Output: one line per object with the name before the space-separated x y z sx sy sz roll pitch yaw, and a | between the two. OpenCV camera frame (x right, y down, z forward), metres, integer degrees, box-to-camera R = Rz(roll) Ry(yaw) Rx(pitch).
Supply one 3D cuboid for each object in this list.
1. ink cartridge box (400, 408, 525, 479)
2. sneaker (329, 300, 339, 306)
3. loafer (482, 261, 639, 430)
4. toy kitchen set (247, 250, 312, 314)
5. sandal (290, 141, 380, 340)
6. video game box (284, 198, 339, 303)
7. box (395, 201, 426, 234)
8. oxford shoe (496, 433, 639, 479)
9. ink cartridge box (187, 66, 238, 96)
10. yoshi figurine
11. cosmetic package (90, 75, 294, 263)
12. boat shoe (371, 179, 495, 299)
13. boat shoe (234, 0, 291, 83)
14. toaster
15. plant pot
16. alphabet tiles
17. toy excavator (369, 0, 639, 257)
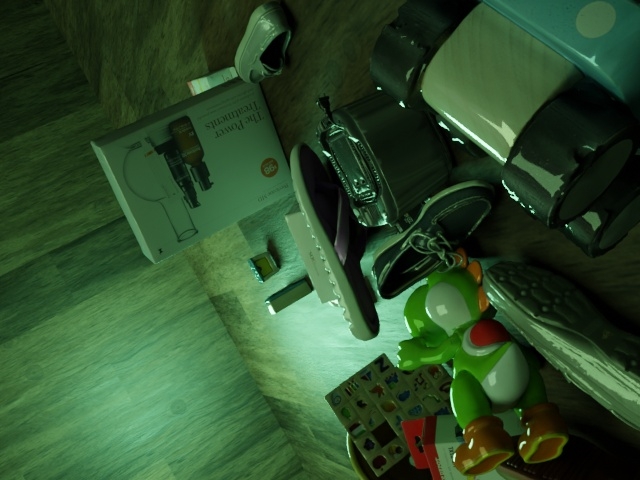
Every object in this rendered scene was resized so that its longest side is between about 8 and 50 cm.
ink cartridge box | 0.268 0.387 1.270 0.078 0.231 0.134 -68 -37 -58
sneaker | 0.055 0.125 1.649 0.134 0.051 0.070 25 138 51
loafer | 0.342 0.142 0.935 0.319 0.112 0.111 42 144 38
toy kitchen set | -0.142 0.113 1.976 0.166 0.122 0.207 61 159 -1
sandal | 0.055 -0.007 1.393 0.169 0.102 0.416 -49 -60 -71
video game box | 0.000 0.000 1.471 0.187 0.048 0.205 -62 -47 -62
box | 0.163 -0.024 1.165 0.018 0.067 0.083 27 -156 -35
oxford shoe | 0.396 0.377 1.014 0.348 0.123 0.130 4 116 52
ink cartridge box | -0.246 -0.350 1.692 0.198 0.067 0.115 13 128 62
yoshi figurine | 0.232 0.183 1.104 0.203 0.203 0.362 33 -147 -47
cosmetic package | -0.268 -0.162 1.554 0.097 0.377 0.284 28 143 55
boat shoe | 0.167 0.004 1.059 0.254 0.095 0.079 -38 36 37
boat shoe | -0.108 -0.359 1.352 0.081 0.079 0.227 61 156 12
toaster | 0.097 -0.142 1.074 0.227 0.146 0.129 62 158 -5
plant pot | 0.200 0.447 1.493 0.254 0.254 0.239 48 170 29
alphabet tiles | 0.155 0.326 1.422 0.198 0.237 0.009 52 175 30
toy excavator | 0.248 -0.243 0.545 0.222 0.445 0.433 47 -164 30
